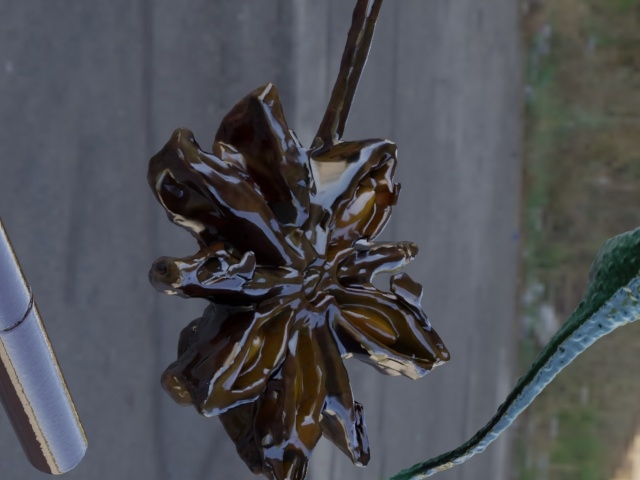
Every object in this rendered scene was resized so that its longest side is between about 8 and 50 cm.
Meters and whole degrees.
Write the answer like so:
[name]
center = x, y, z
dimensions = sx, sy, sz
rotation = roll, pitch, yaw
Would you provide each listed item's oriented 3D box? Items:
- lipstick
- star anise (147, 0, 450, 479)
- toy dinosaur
[lipstick]
center = -0.233, 0.072, 1.348
dimensions = 0.356, 0.057, 0.057
rotation = 81, 19, -55
[star anise]
center = 0.003, -0.002, 0.774
dimensions = 0.234, 0.073, 0.177
rotation = -46, 122, -35
[toy dinosaur]
center = 0.197, 0.055, 1.221
dimensions = 0.383, 0.076, 0.129
rotation = -53, 153, 17
